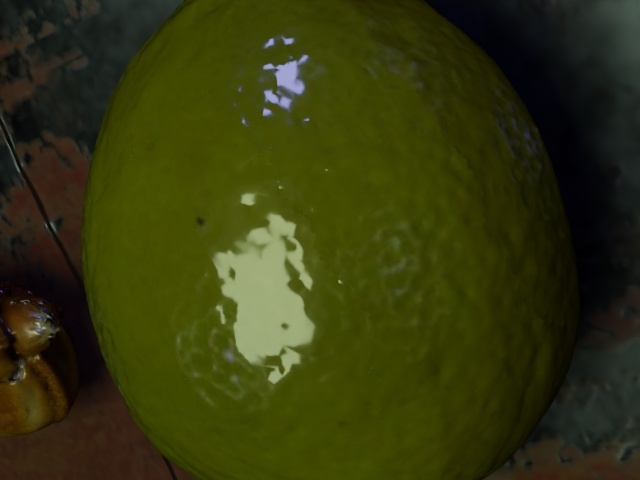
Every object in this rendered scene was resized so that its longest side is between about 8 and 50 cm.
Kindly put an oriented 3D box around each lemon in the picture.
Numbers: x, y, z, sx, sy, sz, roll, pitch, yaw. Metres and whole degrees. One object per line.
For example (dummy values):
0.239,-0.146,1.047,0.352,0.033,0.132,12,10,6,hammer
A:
0.000,0.000,0.574,0.184,0.184,0.249,-7,106,37,lemon

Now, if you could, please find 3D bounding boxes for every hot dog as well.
-0.215,0.064,0.817,0.249,0.076,0.102,-14,139,39,hot dog
